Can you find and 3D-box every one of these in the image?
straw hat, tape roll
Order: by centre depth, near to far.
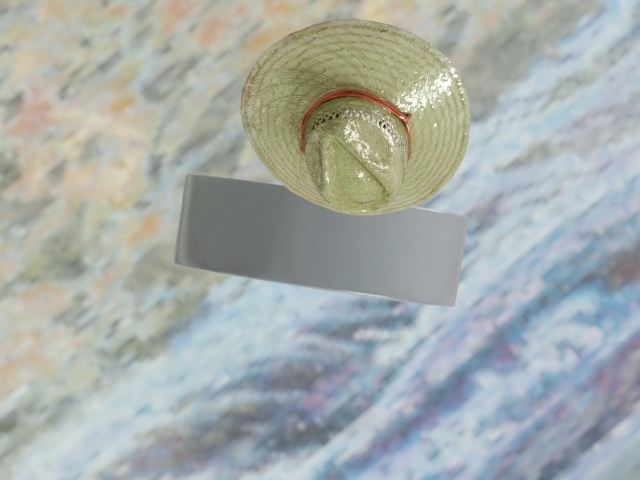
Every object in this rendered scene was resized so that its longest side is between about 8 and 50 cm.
[{"bbox_3d":[0.021,-0.051,1.046,0.144,0.144,0.061,-44,-155,35],"label":"straw hat"},{"bbox_3d":[0.000,0.000,1.390,0.219,0.219,0.072,13,85,-82],"label":"tape roll"}]
